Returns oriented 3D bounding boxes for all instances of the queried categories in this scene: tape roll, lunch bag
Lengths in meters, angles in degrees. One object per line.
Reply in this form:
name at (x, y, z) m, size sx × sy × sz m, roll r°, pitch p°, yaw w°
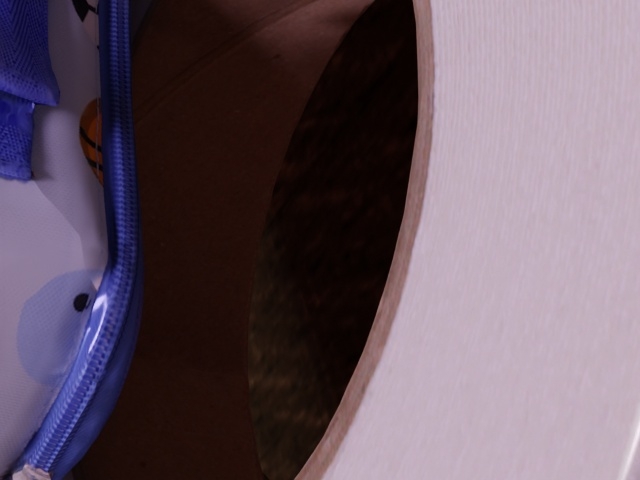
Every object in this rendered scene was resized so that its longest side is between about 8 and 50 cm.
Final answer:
tape roll at (0.000, 0.000, 0.475) m, size 0.392 × 0.072 × 0.392 m, roll -33°, pitch 50°, yaw 50°
lunch bag at (-0.138, -0.027, 0.543) m, size 0.243 × 0.115 × 0.303 m, roll -46°, pitch 40°, yaw 40°

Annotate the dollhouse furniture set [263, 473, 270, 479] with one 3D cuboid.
dollhouse furniture set at (-0.032, 0.238, 0.660) m, size 0.286 × 0.198 × 0.303 m, roll -24°, pitch 32°, yaw 27°
